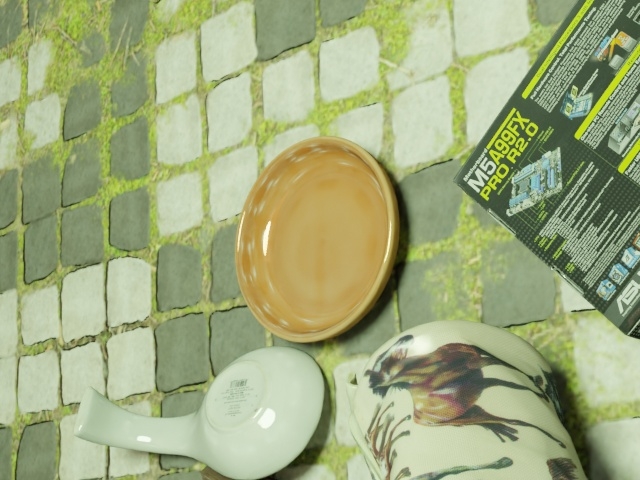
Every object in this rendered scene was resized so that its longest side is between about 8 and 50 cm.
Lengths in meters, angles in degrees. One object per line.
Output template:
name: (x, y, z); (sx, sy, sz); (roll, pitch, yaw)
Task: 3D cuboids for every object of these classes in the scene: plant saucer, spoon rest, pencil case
plant saucer: (0.000, 0.000, 1.143); (0.200, 0.037, 0.200); (-10, 74, 39)
spoon rest: (-0.113, 0.173, 1.177); (0.276, 0.084, 0.137); (-8, 55, 31)
pencil case: (0.112, 0.234, 0.817); (0.410, 0.183, 0.160); (-97, 6, -53)

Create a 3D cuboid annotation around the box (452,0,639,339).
box: (0.257, -0.091, 0.925); (0.216, 0.060, 0.270); (46, 110, 38)

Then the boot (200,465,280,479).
boot: (-0.081, 0.267, 1.151); (0.114, 0.037, 0.106); (17, 78, 39)

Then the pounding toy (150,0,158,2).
pounding toy: (-0.241, -0.368, 1.362); (0.269, 0.154, 0.155); (5, 83, 42)
